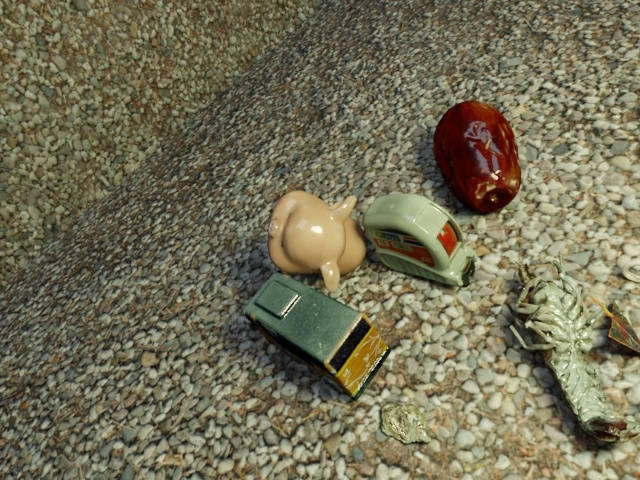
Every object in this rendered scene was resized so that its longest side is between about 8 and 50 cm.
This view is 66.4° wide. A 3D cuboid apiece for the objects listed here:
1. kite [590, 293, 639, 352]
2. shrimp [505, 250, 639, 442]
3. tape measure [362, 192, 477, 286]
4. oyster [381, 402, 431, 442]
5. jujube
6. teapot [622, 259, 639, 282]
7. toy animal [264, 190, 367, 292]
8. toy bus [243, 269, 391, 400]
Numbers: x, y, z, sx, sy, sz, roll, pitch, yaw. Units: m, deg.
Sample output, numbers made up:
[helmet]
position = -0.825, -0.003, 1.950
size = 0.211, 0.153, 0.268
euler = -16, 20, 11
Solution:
[kite]
position = 0.578, 0.164, 0.948
size = 0.010, 0.159, 0.190
euler = -44, -10, 34
[shrimp]
position = 0.475, 0.185, 0.958
size = 0.221, 0.166, 0.411
euler = 3, 58, -11
[tape measure]
position = 0.241, -0.010, 1.212
size = 0.243, 0.246, 0.125
euler = 12, 54, 44
[oyster]
position = 0.173, 0.381, 1.022
size = 0.100, 0.037, 0.098
euler = -18, 44, 15
[jujube]
position = 0.421, -0.229, 1.319
size = 0.222, 0.223, 0.318
euler = -17, 53, 14
[teapot]
position = 0.731, 0.073, 0.957
size = 0.245, 0.116, 0.159
euler = 16, 71, 45
[toy animal]
position = 0.000, 0.000, 1.266
size = 0.269, 0.326, 0.237
euler = 10, 86, 54
[toy bus]
position = -0.017, 0.215, 1.168
size = 0.323, 0.194, 0.162
euler = 23, 66, 41
